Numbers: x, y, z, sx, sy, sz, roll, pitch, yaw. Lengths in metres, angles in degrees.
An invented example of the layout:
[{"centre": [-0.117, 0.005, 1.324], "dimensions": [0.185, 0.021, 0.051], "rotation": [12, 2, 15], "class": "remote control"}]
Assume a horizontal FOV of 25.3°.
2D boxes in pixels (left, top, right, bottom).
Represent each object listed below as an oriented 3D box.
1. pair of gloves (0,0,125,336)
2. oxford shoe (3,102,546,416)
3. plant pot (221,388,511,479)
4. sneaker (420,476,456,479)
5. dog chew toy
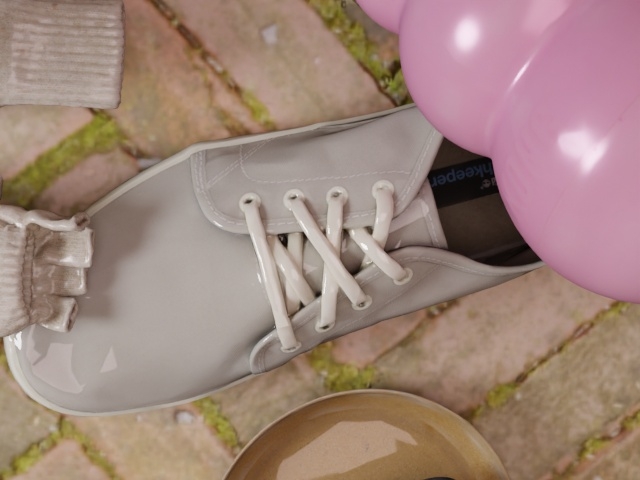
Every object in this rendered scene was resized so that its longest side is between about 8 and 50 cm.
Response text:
[{"centre": [-0.239, -0.055, 0.926], "dimensions": [0.204, 0.042, 0.240], "rotation": [10, 87, 5], "class": "pair of gloves"}, {"centre": [0.000, 0.000, 0.963], "dimensions": [0.449, 0.130, 0.169], "rotation": [-19, 102, -6], "class": "oxford shoe"}, {"centre": [0.029, 0.220, 1.046], "dimensions": [0.236, 0.032, 0.236], "rotation": [-1, 99, -9], "class": "plant pot"}, {"centre": [0.024, 0.240, 0.991], "dimensions": [0.209, 0.082, 0.069], "rotation": [-29, 100, -6], "class": "sneaker"}, {"centre": [0.142, -0.118, 0.843], "dimensions": [0.206, 0.206, 0.332], "rotation": [-45, 72, -2], "class": "dog chew toy"}]
